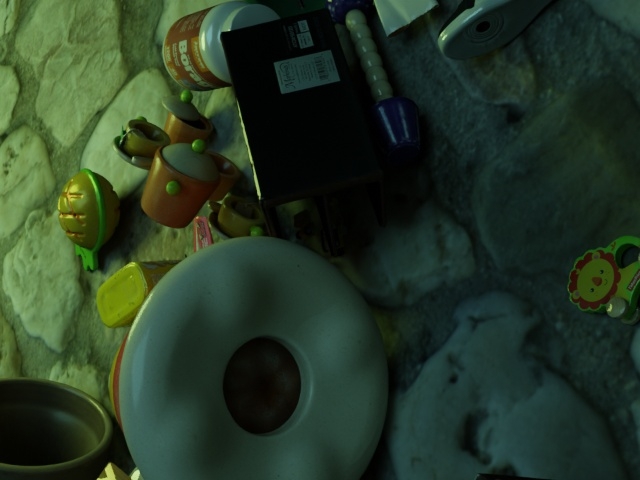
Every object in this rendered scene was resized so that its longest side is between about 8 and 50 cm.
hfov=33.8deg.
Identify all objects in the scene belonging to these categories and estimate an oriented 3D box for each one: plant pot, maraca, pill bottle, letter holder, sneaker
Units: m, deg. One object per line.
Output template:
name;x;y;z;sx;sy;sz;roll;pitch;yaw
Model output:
plant pot;-0.465;0.373;1.625;0.263;0.263;0.229;33;117;44
maraca;-0.390;-0.034;1.767;0.127;0.099;0.185;54;140;41
pill bottle;-0.141;-0.288;1.557;0.216;0.121;0.121;4;80;60
letter holder;-0.018;-0.117;1.395;0.152;0.214;0.302;-14;53;-2
sneaker;0.225;-0.325;1.299;0.217;0.079;0.121;-34;52;21

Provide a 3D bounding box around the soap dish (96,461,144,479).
soap dish;-0.190;0.445;1.315;0.229;0.118;0.291;27;138;43

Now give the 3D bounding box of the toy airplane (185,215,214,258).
toy airplane;-0.150;0.032;1.562;0.151;0.028;0.151;1;91;43

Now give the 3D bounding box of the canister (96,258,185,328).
canister;-0.214;0.072;1.486;0.126;0.170;0.073;-34;69;38

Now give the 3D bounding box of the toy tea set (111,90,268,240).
toy tea set;-0.186;-0.132;1.535;0.124;0.200;0.336;-60;41;23

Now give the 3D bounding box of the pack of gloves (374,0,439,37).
pack of gloves;0.146;-0.406;1.429;0.195;0.046;0.232;-28;62;21

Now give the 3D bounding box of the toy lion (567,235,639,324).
toy lion;0.314;0.038;1.132;0.100;0.034;0.096;-60;39;11

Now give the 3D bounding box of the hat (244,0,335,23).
hat;-0.025;-0.426;1.591;0.208;0.183;0.173;36;122;-1

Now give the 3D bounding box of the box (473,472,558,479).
box;0.233;0.346;1.000;0.203;0.168;0.167;29;98;43

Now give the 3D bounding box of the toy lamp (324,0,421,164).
toy lamp;0.071;-0.221;1.404;0.080;0.080;0.274;-37;53;29

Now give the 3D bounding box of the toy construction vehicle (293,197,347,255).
toy construction vehicle;0.000;0.000;1.436;0.086;0.035;0.098;-31;60;41

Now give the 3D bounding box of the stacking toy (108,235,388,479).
stacking toy;-0.172;0.185;1.391;0.480;0.351;0.350;-9;71;57
